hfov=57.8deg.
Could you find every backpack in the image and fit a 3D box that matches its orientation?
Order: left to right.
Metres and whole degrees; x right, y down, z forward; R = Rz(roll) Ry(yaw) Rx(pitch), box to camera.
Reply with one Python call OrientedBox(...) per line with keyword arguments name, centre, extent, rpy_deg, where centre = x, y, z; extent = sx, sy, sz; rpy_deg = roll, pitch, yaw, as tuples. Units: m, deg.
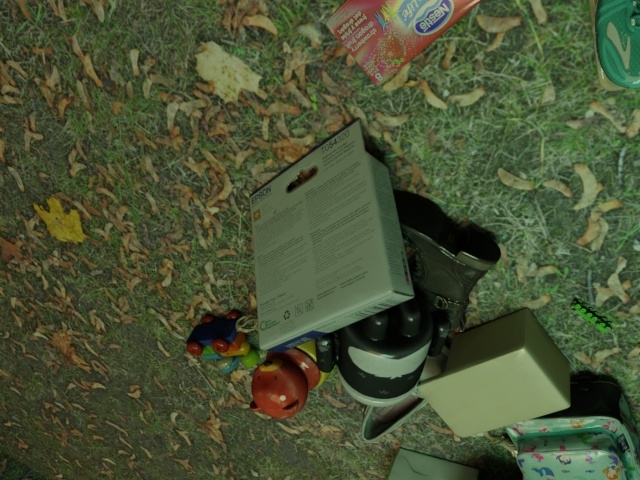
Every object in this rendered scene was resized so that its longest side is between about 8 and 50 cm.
OrientedBox(name="backpack", centre=(0.498, 0.411, 1.115), extent=(0.225, 0.191, 0.254), rpy_deg=(-15, 120, 33))

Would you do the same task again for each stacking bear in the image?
OrientedBox(name="stacking bear", centre=(-0.043, 0.235, 1.187), extent=(0.175, 0.289, 0.164), rpy_deg=(-1, 122, 27))

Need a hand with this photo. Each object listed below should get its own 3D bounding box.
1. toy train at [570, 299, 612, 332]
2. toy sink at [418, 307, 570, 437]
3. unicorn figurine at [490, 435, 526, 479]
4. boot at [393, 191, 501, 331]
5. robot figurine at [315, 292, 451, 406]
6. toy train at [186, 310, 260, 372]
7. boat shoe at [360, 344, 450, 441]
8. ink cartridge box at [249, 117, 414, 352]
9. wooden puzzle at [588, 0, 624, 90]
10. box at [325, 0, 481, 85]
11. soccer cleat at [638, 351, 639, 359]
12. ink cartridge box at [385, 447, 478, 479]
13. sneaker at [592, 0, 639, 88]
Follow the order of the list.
OrientedBox(name="toy train", centre=(0.481, 0.136, 1.033), extent=(0.083, 0.017, 0.024), rpy_deg=(36, 141, -1))
OrientedBox(name="toy sink", centre=(0.333, 0.256, 1.118), extent=(0.234, 0.131, 0.153), rpy_deg=(-32, 104, 34))
OrientedBox(name="unicorn figurine", centre=(0.449, 0.482, 1.242), extent=(0.111, 0.162, 0.060), rpy_deg=(13, 127, -16))
OrientedBox(name="boot", centre=(0.186, 0.051, 1.080), extent=(0.263, 0.091, 0.229), rpy_deg=(32, 137, 11))
OrientedBox(name="robot figurine", centre=(0.116, 0.190, 1.087), extent=(0.209, 0.174, 0.278), rpy_deg=(23, 139, 19))
OrientedBox(name="toy train", centre=(-0.193, 0.254, 1.408), extent=(0.248, 0.105, 0.143), rpy_deg=(-13, 126, 33))
OrientedBox(name="boat shoe", centre=(0.180, 0.330, 1.263), extent=(0.118, 0.103, 0.320), rpy_deg=(34, 130, 1))
OrientedBox(name="ink cartridge box", centre=(0.000, 0.000, 1.051), extent=(0.071, 0.330, 0.324), rpy_deg=(18, 145, -40))
OrientedBox(name="wooden puzzle", centre=(0.488, -0.345, 0.652), extent=(0.347, 0.080, 0.322), rpy_deg=(-5, 119, 29))
OrientedBox(name="box", centre=(0.147, -0.347, 0.790), extent=(0.123, 0.128, 0.257), rpy_deg=(48, 129, -10))
OrientedBox(name="soccer cleat", centre=(0.644, 0.235, 0.992), extent=(0.196, 0.068, 0.076), rpy_deg=(39, 136, 7))
OrientedBox(name="ink cartridge box", centre=(0.282, 0.706, 1.464), extent=(0.207, 0.119, 0.354), rpy_deg=(8, 125, 23))
OrientedBox(name="sneaker", centre=(0.365, -0.298, 0.640), extent=(0.107, 0.110, 0.275), rpy_deg=(14, 129, 24))
